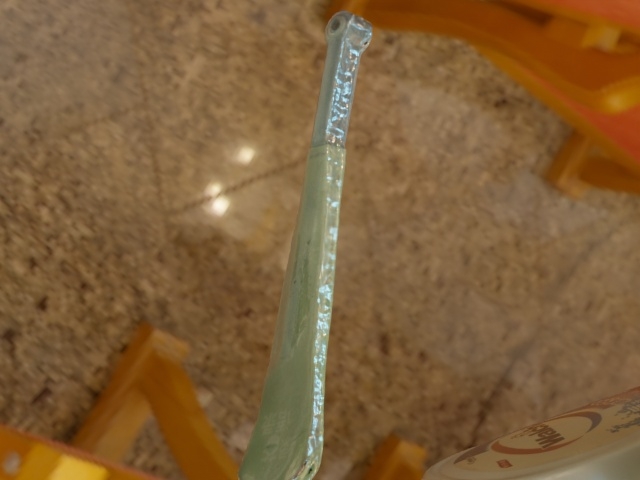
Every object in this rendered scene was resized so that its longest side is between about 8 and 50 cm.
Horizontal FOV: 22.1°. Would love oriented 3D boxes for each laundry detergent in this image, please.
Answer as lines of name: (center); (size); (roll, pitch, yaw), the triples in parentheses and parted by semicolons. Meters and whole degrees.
laundry detergent: (0.155, 0.196, 1.230); (0.280, 0.215, 0.105); (-20, 91, -4)

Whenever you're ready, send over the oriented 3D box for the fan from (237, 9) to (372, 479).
fan: (0.000, 0.000, 0.604); (0.016, 0.038, 0.193); (25, 63, -34)
